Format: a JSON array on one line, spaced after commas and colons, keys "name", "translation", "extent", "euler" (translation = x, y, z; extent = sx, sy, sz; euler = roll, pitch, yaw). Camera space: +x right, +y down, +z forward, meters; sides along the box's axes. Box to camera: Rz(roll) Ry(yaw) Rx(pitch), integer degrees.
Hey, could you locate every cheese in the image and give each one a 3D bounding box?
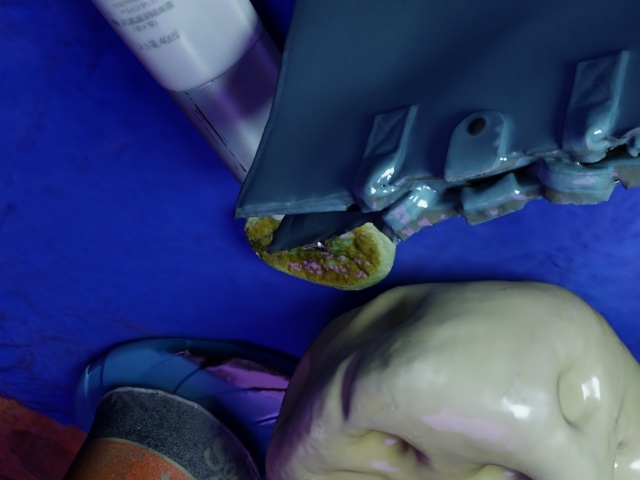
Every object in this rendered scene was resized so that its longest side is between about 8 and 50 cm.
[{"name": "cheese", "translation": [0.077, 0.109, 0.780], "extent": [0.218, 0.117, 0.235], "euler": [6, 144, 18]}]

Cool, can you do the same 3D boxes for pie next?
[{"name": "pie", "translation": [-0.001, -0.001, 0.750], "extent": [0.084, 0.021, 0.084], "euler": [11, 144, 8]}]

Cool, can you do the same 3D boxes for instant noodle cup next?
[{"name": "instant noodle cup", "translation": [-0.119, 0.178, 0.878], "extent": [0.127, 0.135, 0.127], "euler": [18, 136, 18]}]

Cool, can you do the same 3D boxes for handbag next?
[{"name": "handbag", "translation": [0.077, -0.067, 0.526], "extent": [0.221, 0.144, 0.057], "euler": [-10, 134, 35]}]

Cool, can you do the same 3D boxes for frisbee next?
[{"name": "frisbee", "translation": [-0.054, 0.149, 0.954], "extent": [0.242, 0.045, 0.242], "euler": [11, 144, 8]}]

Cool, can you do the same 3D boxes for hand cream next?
[{"name": "hand cream", "translation": [-0.069, -0.108, 0.621], "extent": [0.079, 0.048, 0.255], "euler": [-12, 132, 27]}]
